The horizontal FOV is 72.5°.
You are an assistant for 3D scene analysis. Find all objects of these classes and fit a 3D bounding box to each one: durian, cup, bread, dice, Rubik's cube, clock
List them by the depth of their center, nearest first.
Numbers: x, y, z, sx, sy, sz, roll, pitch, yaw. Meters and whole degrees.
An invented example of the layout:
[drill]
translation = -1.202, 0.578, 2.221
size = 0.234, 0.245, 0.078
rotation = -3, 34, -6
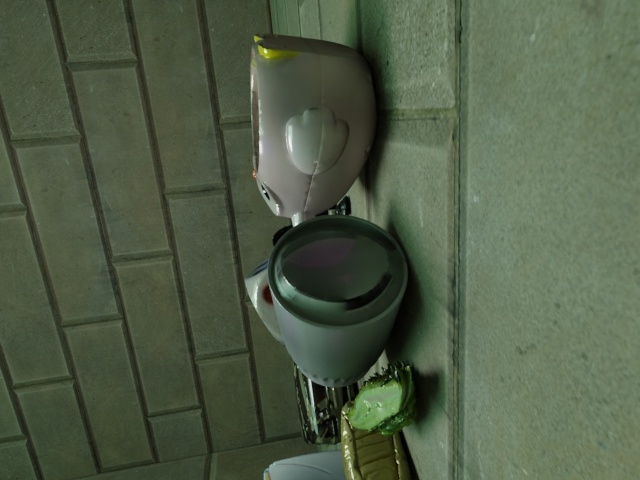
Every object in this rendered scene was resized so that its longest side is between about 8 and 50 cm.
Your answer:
[durian]
translation = 0.127, 0.312, 0.860
size = 0.375, 0.107, 0.132
rotation = 108, 150, -56
[cup]
translation = 0.032, 0.142, 0.913
size = 0.371, 0.254, 0.253
rotation = 90, 170, -53
[clock]
translation = -0.023, -0.235, 0.961
size = 0.368, 0.251, 0.376
rotation = -109, 21, -54
[bread]
translation = 0.119, 0.483, 0.984
size = 0.236, 0.140, 0.106
rotation = -101, 5, -50
[Rubik's cube]
translation = 0.016, 0.891, 1.328
size = 0.347, 0.353, 0.351
rotation = -108, 11, -58
[dice]
translation = -0.074, 0.160, 1.389
size = 0.259, 0.251, 0.243
rotation = 59, -177, -6

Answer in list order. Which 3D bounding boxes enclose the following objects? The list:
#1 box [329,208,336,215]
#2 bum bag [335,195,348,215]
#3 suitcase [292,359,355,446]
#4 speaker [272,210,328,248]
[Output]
[box]
translation = 0.059, 0.023, 1.381
size = 0.122, 0.032, 0.220
rotation = 94, 166, -56
[bum bag]
translation = 0.061, -0.086, 1.266
size = 0.124, 0.034, 0.057
rotation = 110, 165, -72
[suitcase]
translation = 0.028, 0.522, 1.512
size = 0.339, 0.194, 0.351
rotation = 120, 143, -61
[speaker]
translation = -0.076, -0.169, 1.506
size = 0.180, 0.184, 0.388
rotation = 100, 168, -71
